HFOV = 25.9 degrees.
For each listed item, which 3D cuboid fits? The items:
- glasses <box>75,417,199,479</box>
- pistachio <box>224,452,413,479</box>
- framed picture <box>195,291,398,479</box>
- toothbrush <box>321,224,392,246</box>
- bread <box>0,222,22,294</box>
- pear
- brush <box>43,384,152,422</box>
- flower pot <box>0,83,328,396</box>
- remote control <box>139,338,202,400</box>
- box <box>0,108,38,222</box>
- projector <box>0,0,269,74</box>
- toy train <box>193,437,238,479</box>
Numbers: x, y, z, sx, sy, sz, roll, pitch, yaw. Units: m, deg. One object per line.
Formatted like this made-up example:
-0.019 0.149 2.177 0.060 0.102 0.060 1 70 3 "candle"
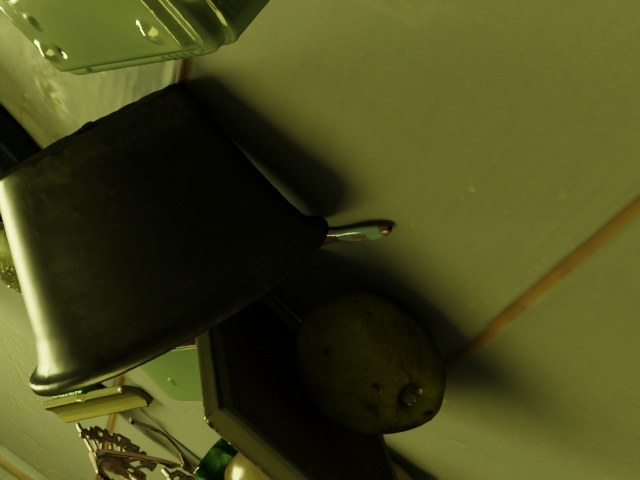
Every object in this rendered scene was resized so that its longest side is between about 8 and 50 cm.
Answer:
-0.237 0.319 2.028 0.255 0.095 0.162 31 -179 -9 "glasses"
0.004 0.263 1.410 0.215 0.144 0.144 19 155 21 "pistachio"
-0.015 0.124 1.082 0.232 0.024 0.315 45 -170 -22 "framed picture"
0.000 0.000 1.022 0.013 0.019 0.193 44 156 -19 "toothbrush"
-0.258 0.050 1.439 0.267 0.040 0.267 24 166 6 "bread"
0.036 0.091 1.043 0.131 0.107 0.107 23 157 53 "pear"
-0.314 0.221 1.963 0.054 0.048 0.282 31 156 -24 "brush"
-0.127 -0.015 0.961 0.235 0.235 0.148 -6 113 61 "flower pot"
-0.157 0.048 1.274 0.140 0.056 0.296 -10 136 29 "remote control"
-0.337 -0.099 1.295 0.160 0.050 0.230 12 149 48 "box"
-0.152 -0.201 0.712 0.257 0.099 0.192 47 158 -26 "projector"
-0.065 0.348 1.791 0.200 0.083 0.132 25 154 25 "toy train"
